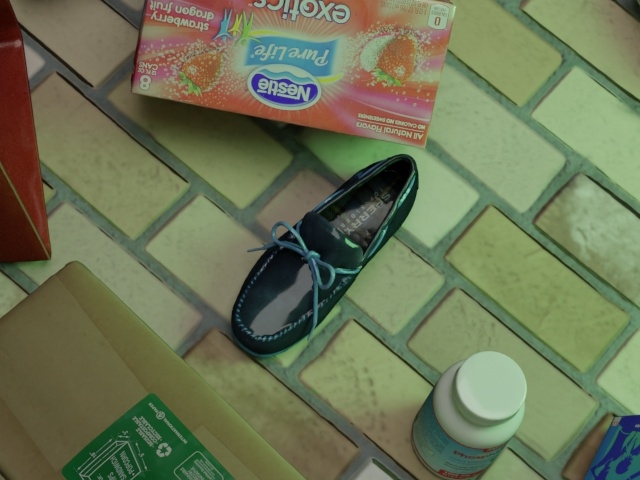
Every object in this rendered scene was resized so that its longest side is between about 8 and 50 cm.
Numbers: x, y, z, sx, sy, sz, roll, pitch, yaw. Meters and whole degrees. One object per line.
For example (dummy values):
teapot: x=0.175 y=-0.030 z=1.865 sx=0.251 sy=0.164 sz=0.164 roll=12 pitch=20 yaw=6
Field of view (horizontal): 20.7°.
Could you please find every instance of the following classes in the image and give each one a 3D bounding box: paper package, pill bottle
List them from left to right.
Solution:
paper package: x=-0.130 y=0.215 z=1.444 sx=0.168 sy=0.309 sz=0.325 roll=-42 pitch=65 yaw=-11
pill bottle: x=0.141 y=0.162 z=1.641 sx=0.087 sy=0.160 sz=0.087 roll=3 pitch=65 yaw=-8

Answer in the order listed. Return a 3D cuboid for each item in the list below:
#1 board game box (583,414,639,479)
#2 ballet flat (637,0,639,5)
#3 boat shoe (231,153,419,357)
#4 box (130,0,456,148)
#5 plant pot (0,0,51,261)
board game box: x=0.298 y=0.255 z=1.626 sx=0.047 sy=0.160 sz=0.210 roll=41 pitch=62 yaw=-21
ballet flat: x=0.398 y=-0.313 z=1.939 sx=0.123 sy=0.123 sz=0.349 roll=5 pitch=66 yaw=-8
boat shoe: x=0.000 y=0.000 z=1.730 sx=0.109 sy=0.089 sz=0.258 roll=34 pitch=65 yaw=7
box: x=-0.030 y=-0.199 z=1.756 sx=0.299 sy=0.142 sz=0.154 roll=11 pitch=103 yaw=-5
plant pot: x=-0.405 y=-0.127 z=1.639 sx=0.235 sy=0.267 sz=0.267 roll=-10 pitch=68 yaw=-1
